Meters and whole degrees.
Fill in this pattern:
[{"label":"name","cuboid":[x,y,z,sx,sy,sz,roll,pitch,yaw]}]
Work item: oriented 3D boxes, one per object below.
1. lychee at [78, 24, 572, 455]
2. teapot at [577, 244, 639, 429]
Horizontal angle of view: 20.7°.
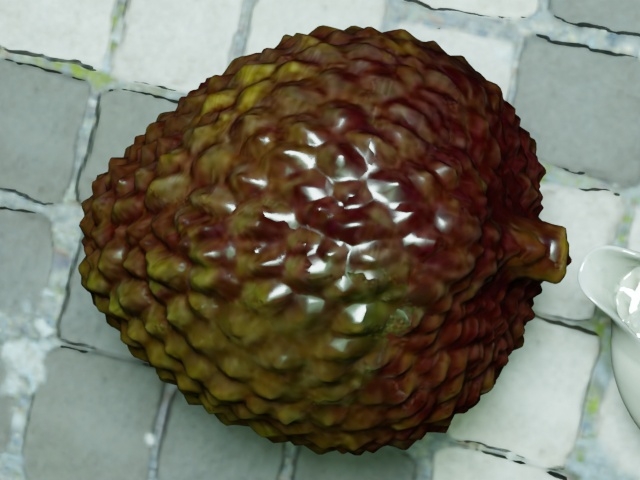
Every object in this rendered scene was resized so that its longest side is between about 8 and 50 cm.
[{"label":"lychee","cuboid":[0.000,0.000,0.939,0.271,0.236,0.236,-5,89,19]},{"label":"teapot","cuboid":[0.245,0.065,0.971,0.226,0.092,0.145,25,96,7]}]
